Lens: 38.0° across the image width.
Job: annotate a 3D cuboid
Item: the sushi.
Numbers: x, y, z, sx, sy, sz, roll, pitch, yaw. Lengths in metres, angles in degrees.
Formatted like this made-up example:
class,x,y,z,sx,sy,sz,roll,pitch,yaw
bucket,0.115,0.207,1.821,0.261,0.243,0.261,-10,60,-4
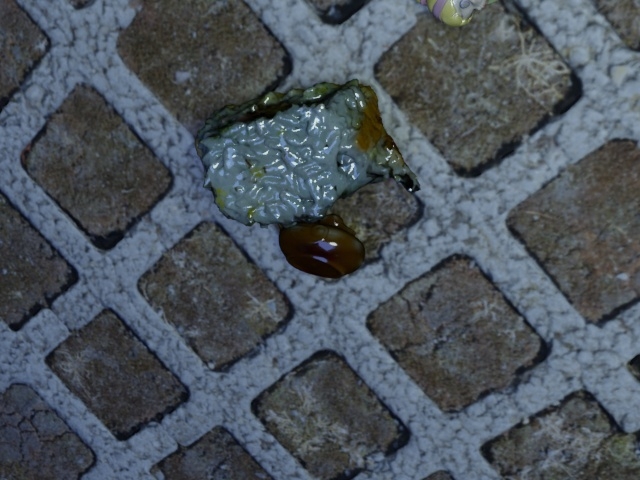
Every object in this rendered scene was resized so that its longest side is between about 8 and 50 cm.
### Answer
class,x,y,z,sx,sy,sz,roll,pitch,yaw
sushi,-0.022,-0.109,1.105,0.274,0.184,0.140,-10,111,22

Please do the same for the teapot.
class,x,y,z,sx,sy,sz,roll,pitch,yaw
teapot,0.000,0.000,1.216,0.129,0.078,0.098,8,157,31

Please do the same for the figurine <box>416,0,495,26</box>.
class,x,y,z,sx,sy,sz,roll,pitch,yaw
figurine,0.185,-0.301,1.015,0.187,0.083,0.083,-29,102,34
